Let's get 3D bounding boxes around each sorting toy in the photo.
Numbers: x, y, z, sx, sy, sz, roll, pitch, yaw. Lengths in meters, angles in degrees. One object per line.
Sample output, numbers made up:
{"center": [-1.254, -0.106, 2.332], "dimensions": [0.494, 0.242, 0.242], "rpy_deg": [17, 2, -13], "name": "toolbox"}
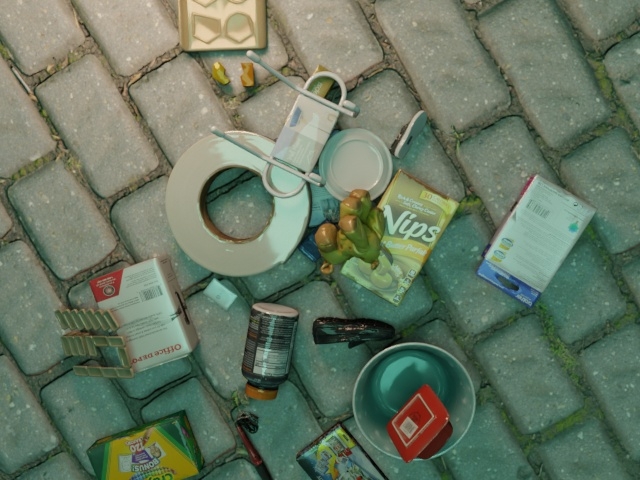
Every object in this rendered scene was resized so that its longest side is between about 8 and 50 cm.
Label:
{"center": [-0.256, -0.559, 1.841], "dimensions": [0.229, 0.041, 0.307], "rpy_deg": [-2, 96, -2], "name": "sorting toy"}

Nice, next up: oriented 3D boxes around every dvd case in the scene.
{"center": [-0.017, -0.161, 1.873], "dimensions": [0.180, 0.022, 0.253], "rpy_deg": [-8, 95, 3], "name": "dvd case"}

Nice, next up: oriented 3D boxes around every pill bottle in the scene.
{"center": [-0.140, 0.299, 1.869], "dimensions": [0.131, 0.130, 0.245], "rpy_deg": [11, 96, 2], "name": "pill bottle"}

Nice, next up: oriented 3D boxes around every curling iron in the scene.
{"center": [-0.169, 0.604, 1.947], "dimensions": [0.068, 0.035, 0.274], "rpy_deg": [-20, 94, 5], "name": "curling iron"}

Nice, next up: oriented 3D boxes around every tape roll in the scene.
{"center": [-0.215, -0.095, 1.851], "dimensions": [0.392, 0.072, 0.391], "rpy_deg": [1, 95, 7], "name": "tape roll"}

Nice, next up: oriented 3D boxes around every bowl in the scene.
{"center": [0.239, 0.402, 1.845], "dimensions": [0.312, 0.163, 0.311], "rpy_deg": [0, 96, 2], "name": "bowl"}

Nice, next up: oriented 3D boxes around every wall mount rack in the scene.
{"center": [-0.083, -0.292, 1.723], "dimensions": [0.304, 0.130, 0.350], "rpy_deg": [25, 87, -1], "name": "wall mount rack"}

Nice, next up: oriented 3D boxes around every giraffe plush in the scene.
{"center": [0.063, -0.005, 1.760], "dimensions": [0.171, 0.181, 0.210], "rpy_deg": [-14, 112, 32], "name": "giraffe plush"}

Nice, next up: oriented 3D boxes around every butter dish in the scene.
{"center": [0.263, 0.465, 1.710], "dimensions": [0.118, 0.160, 0.160], "rpy_deg": [39, 96, -25], "name": "butter dish"}

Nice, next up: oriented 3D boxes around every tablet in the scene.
{"center": [-0.275, 0.148, 1.923], "dimensions": [0.083, 0.006, 0.054], "rpy_deg": [38, 96, -1], "name": "tablet"}

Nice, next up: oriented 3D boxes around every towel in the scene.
{"center": [0.000, 0.000, 1.874], "dimensions": [0.067, 0.029, 0.119], "rpy_deg": [44, 109, -7], "name": "towel"}

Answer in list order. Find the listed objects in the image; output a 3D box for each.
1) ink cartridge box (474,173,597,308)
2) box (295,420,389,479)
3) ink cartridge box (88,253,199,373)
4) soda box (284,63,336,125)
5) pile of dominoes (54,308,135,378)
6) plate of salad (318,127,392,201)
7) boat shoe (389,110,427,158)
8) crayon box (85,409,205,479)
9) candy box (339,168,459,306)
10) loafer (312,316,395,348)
{"center": [0.560, 0.001, 1.842], "dimensions": [0.186, 0.065, 0.311], "rpy_deg": [31, 94, -1], "name": "ink cartridge box"}
{"center": [0.066, 0.640, 1.935], "dimensions": [0.159, 0.044, 0.233], "rpy_deg": [-38, 93, 5], "name": "box"}
{"center": [-0.469, 0.198, 1.882], "dimensions": [0.197, 0.114, 0.272], "rpy_deg": [-19, 94, 5], "name": "ink cartridge box"}
{"center": [-0.025, -0.363, 1.823], "dimensions": [0.058, 0.061, 0.181], "rpy_deg": [30, 89, 0], "name": "soda box"}
{"center": [-0.598, 0.269, 1.871], "dimensions": [0.251, 0.040, 0.195], "rpy_deg": [-4, 102, 32], "name": "pile of dominoes"}
{"center": [0.092, -0.195, 1.841], "dimensions": [0.200, 0.048, 0.199], "rpy_deg": [0, 93, -10], "name": "plate of salad"}
{"center": [0.229, -0.283, 1.839], "dimensions": [0.040, 0.049, 0.142], "rpy_deg": [34, 94, 39], "name": "boat shoe"}
{"center": [-0.482, 0.599, 1.938], "dimensions": [0.279, 0.081, 0.165], "rpy_deg": [-20, 94, 4], "name": "crayon box"}
{"center": [0.205, -0.008, 1.844], "dimensions": [0.183, 0.087, 0.316], "rpy_deg": [30, 97, 1], "name": "candy box"}
{"center": [0.089, 0.253, 1.885], "dimensions": [0.223, 0.076, 0.078], "rpy_deg": [2, 101, 7], "name": "loafer"}
